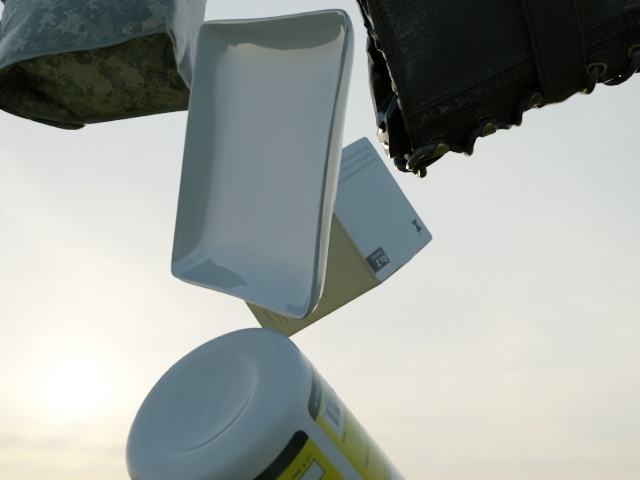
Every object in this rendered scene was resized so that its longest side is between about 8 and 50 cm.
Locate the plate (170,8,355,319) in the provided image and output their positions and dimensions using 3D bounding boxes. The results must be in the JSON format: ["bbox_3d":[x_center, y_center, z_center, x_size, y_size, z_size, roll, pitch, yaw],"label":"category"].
[{"bbox_3d":[-0.055,-0.079,1.047,0.045,0.277,0.278,6,4,-34],"label":"plate"}]

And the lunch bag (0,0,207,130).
[{"bbox_3d":[-0.316,-0.288,1.487,0.287,0.235,0.169,-8,-38,8],"label":"lunch bag"}]

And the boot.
[{"bbox_3d":[0.130,-0.086,0.459,0.229,0.263,0.091,-26,16,-1],"label":"boot"}]

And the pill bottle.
[{"bbox_3d":[-0.017,0.254,1.012,0.188,0.188,0.334,-17,-55,30],"label":"pill bottle"}]

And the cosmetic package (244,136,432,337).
[{"bbox_3d":[0.000,0.000,1.258,0.183,0.151,0.151,-33,2,36],"label":"cosmetic package"}]
